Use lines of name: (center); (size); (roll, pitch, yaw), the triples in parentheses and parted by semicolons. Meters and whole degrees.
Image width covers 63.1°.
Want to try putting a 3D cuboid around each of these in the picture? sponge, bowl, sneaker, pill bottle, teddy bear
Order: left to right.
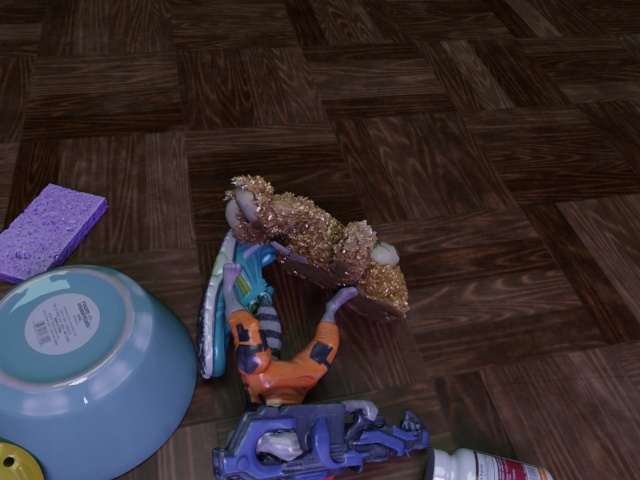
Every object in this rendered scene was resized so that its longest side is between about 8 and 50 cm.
sponge: (-0.485, -0.013, 0.920); (0.117, 0.031, 0.210); (16, 50, 7)
bowl: (-0.334, 0.156, 0.711); (0.312, 0.163, 0.311); (3, 51, -4)
sneaker: (-0.131, 0.090, 0.834); (0.110, 0.107, 0.275); (16, 50, -6)
teddy bear: (0.000, 0.000, 0.813); (0.338, 0.245, 0.113); (26, 67, 4)
pill bottle: (0.217, 0.324, 0.683); (0.152, 0.086, 0.086); (13, 50, 5)

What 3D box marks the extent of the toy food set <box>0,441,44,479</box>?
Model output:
toy food set: (-0.400, 0.343, 0.583); (0.128, 0.071, 0.217); (22, 57, -23)

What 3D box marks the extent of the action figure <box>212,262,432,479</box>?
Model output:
action figure: (-0.016, 0.222, 0.707); (0.342, 0.179, 0.329); (21, 59, -35)
